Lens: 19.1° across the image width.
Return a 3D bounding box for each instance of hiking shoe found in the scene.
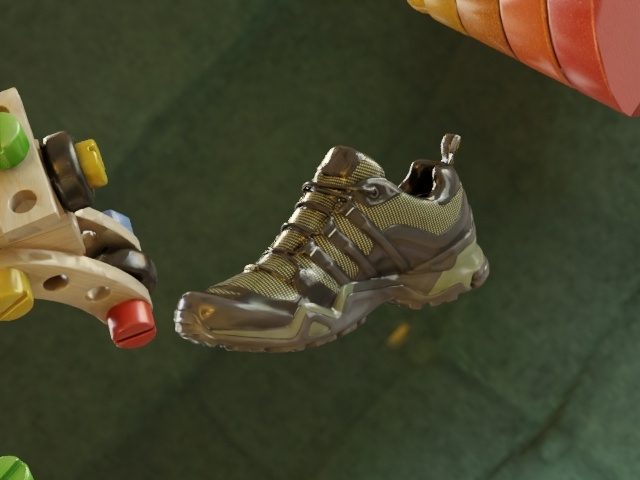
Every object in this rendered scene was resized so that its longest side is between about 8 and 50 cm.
[{"bbox_3d":[0.000,0.000,1.199,0.227,0.114,0.086,-17,10,-33],"label":"hiking shoe"}]

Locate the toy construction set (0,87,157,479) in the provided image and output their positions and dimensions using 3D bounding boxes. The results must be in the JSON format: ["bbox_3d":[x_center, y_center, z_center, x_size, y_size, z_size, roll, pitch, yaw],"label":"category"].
[{"bbox_3d":[-0.261,0.037,1.373,0.257,0.237,0.308,5,58,6],"label":"toy construction set"}]

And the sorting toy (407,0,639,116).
[{"bbox_3d":[0.053,-0.203,0.816,0.126,0.365,0.127,3,49,31],"label":"sorting toy"}]
